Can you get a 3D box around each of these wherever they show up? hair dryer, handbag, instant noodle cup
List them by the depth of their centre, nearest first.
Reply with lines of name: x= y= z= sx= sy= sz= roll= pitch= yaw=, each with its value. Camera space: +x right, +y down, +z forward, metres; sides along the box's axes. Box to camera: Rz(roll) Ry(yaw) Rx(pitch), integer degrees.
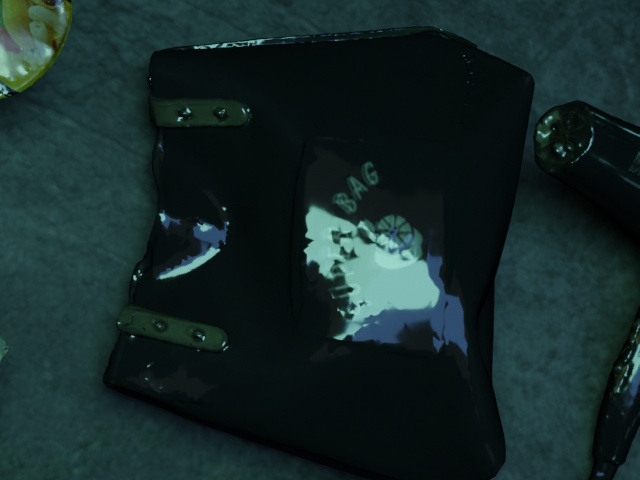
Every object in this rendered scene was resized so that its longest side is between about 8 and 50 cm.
instant noodle cup: x=-0.252 y=-0.156 z=1.005 sx=0.151 sy=0.122 sz=0.151 roll=1 pitch=86 yaw=-20
handbag: x=0.000 y=0.000 z=1.072 sx=0.288 sy=0.152 sz=0.342 roll=7 pitch=79 yaw=-9
hair dryer: x=0.234 y=0.080 z=1.144 sx=0.304 sy=0.120 sz=0.359 roll=18 pitch=92 yaw=-44

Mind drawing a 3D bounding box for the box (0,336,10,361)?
box: x=-0.351 y=0.049 z=0.945 sx=0.259 sy=0.071 sz=0.168 roll=43 pitch=101 yaw=-9
